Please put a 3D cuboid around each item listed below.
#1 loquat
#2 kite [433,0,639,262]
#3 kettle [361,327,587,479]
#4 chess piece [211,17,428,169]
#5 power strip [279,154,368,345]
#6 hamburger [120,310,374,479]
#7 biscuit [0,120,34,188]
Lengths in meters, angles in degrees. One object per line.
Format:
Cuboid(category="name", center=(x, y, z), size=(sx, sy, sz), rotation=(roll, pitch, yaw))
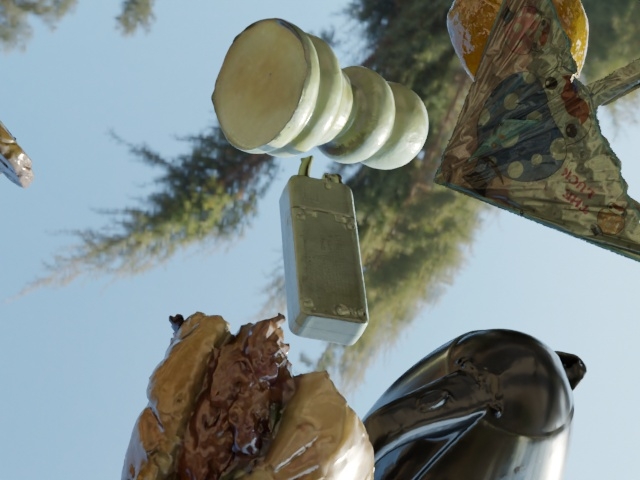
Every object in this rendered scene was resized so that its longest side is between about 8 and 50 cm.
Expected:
Cuboid(category="loquat", center=(0.289, -0.309, 1.481), size=(0.187, 0.176, 0.234), rotation=(-36, -87, -7))
Cuboid(category="kite", center=(0.272, -0.148, 1.145), size=(0.014, 0.368, 0.406), rotation=(2, -114, -52))
Cuboid(category="kettle", center=(0.118, 0.184, 0.922), size=(0.250, 0.271, 0.207), rotation=(14, -140, -11))
Cuboid(category="chess piece", center=(0.026, -0.189, 1.443), size=(0.330, 0.182, 0.182), rotation=(10, -146, -46))
Cuboid(category="power strip", center=(0.000, 0.000, 1.277), size=(0.093, 0.053, 0.288), rotation=(11, -134, -17))
Cuboid(category="hamburger", center=(-0.065, 0.201, 0.656), size=(0.155, 0.282, 0.245), rotation=(21, -112, 15))
Cuboid(category="biscuit", center=(-0.445, -0.155, 1.281), size=(0.208, 0.290, 0.041), rotation=(40, -105, 7))
